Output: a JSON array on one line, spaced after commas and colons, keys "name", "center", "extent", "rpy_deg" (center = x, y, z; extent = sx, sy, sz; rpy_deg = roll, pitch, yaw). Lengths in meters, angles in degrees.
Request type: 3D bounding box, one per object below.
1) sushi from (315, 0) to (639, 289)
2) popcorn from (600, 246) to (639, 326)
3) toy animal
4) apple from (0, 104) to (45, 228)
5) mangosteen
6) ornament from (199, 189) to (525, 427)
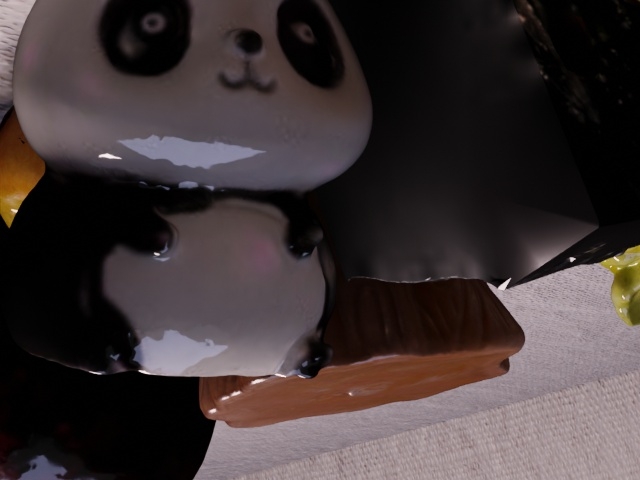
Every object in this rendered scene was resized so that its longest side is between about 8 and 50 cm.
[{"name": "sushi", "center": [0.125, -0.075, 0.819], "extent": [0.212, 0.215, 0.227], "rpy_deg": [-9, 162, -29]}, {"name": "popcorn", "center": [0.277, -0.052, 1.004], "extent": [0.235, 0.216, 0.181], "rpy_deg": [-6, 172, 27]}, {"name": "toy animal", "center": [-0.073, -0.049, 0.761], "extent": [0.187, 0.235, 0.165], "rpy_deg": [3, -167, -29]}, {"name": "apple", "center": [-0.140, -0.040, 0.910], "extent": [0.147, 0.146, 0.146], "rpy_deg": [-10, 164, -3]}, {"name": "mangosteen", "center": [-0.220, 0.118, 1.067], "extent": [0.297, 0.313, 0.297], "rpy_deg": [17, 178, 1]}, {"name": "ornament", "center": [0.000, 0.000, 0.993], "extent": [0.235, 0.217, 0.221], "rpy_deg": [-21, 161, 33]}]
